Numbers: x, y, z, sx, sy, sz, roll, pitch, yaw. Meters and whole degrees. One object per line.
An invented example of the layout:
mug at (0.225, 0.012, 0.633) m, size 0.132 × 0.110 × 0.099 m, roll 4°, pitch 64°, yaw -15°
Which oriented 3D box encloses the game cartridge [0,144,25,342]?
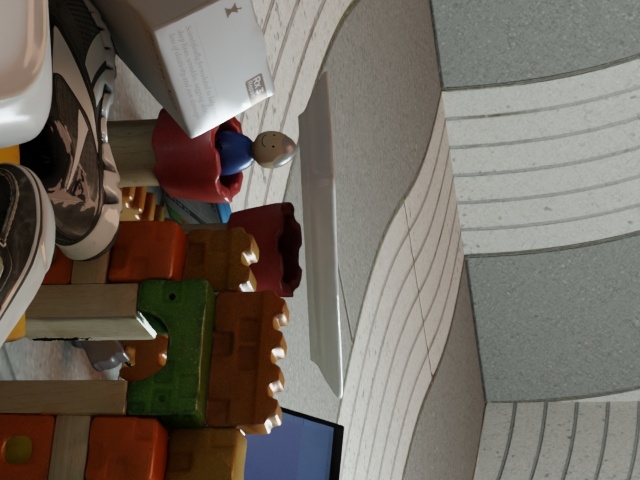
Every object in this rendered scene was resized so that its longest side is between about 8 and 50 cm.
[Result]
game cartridge at (-0.272, -0.066, 1.135) m, size 0.323 × 0.052 × 0.285 m, roll -4°, pitch 92°, yaw -75°

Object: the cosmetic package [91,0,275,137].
cosmetic package at (-0.133, -0.195, 1.403) m, size 0.231 × 0.085 × 0.117 m, roll 50°, pitch -17°, yaw 41°

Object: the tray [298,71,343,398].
tray at (0.000, 0.000, 1.594) m, size 0.145 × 0.030 × 0.270 m, roll -94°, pitch -179°, yaw -46°

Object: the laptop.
laptop at (-0.077, 0.220, 1.744) m, size 0.264 × 0.136 × 0.234 m, roll 70°, pitch 21°, yaw -54°

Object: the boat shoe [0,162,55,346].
boat shoe at (-0.217, 0.024, 1.080) m, size 0.070 × 0.077 × 0.219 m, roll 75°, pitch 22°, yaw -45°

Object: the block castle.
block castle at (-0.106, 0.135, 1.457) m, size 0.303 × 0.212 × 0.453 m, roll 61°, pitch 30°, yaw -63°

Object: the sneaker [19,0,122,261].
sneaker at (-0.205, -0.105, 1.349) m, size 0.106 × 0.078 × 0.234 m, roll 25°, pitch 51°, yaw -54°

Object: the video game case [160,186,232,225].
video game case at (-0.110, -0.009, 1.732) m, size 0.015 × 0.119 × 0.166 m, roll -34°, pitch 136°, yaw -21°

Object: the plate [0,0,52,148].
plate at (-0.227, -0.171, 1.005) m, size 0.278 × 0.045 × 0.277 m, roll -24°, pitch 116°, yaw -61°
